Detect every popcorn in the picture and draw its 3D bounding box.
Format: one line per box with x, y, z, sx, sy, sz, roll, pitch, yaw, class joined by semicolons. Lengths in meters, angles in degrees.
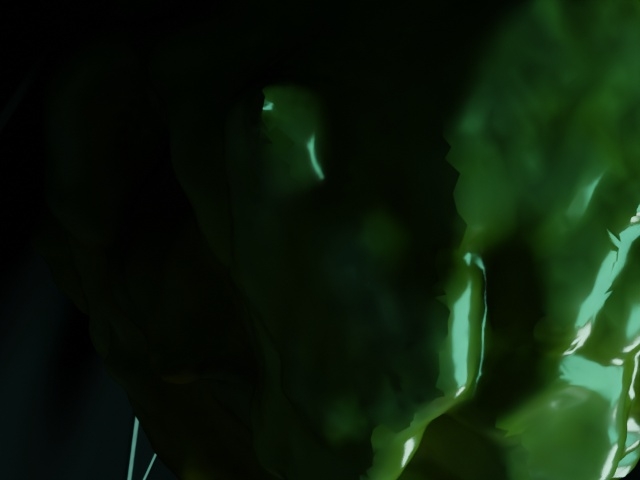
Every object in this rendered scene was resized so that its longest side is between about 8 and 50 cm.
0.022;-0.031;0.497;0.225;0.249;0.249;61;32;-29;popcorn
